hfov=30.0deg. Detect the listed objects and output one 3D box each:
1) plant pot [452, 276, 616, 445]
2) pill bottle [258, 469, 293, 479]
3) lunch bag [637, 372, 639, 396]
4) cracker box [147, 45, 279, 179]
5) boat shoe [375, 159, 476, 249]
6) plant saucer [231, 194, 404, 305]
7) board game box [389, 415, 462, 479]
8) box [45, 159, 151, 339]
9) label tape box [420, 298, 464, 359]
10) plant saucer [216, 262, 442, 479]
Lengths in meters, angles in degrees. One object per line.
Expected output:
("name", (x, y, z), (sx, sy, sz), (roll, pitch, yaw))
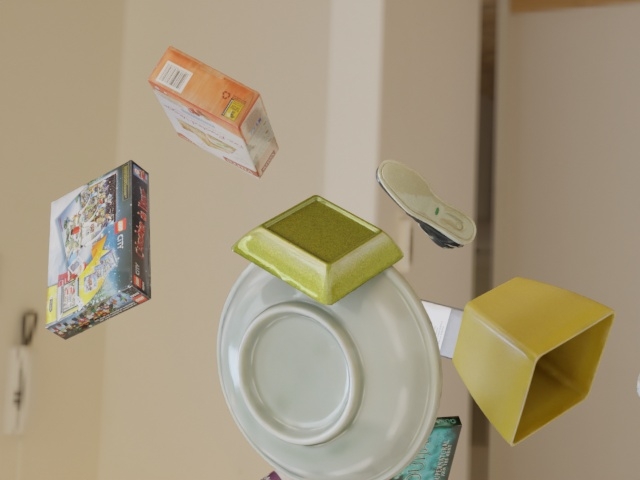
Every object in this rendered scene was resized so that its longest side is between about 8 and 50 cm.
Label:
("plant pot", (0.351, 0.187, 2.069), (0.212, 0.212, 0.187), (-24, -134, -34))
("pill bottle", (-0.089, 0.542, 2.305), (0.301, 0.169, 0.169), (-32, -178, -13))
("lunch bag", (0.549, 0.222, 1.907), (0.071, 0.053, 0.083), (-16, -160, 38))
("cracker box", (-0.155, -0.186, 1.786), (0.156, 0.067, 0.232), (29, 170, 12))
("boat shoe", (0.190, -0.064, 2.302), (0.233, 0.084, 0.079), (39, 153, -14))
("plant saucer", (0.000, 0.000, 1.746), (0.188, 0.045, 0.188), (30, -140, 28))
("board game box", (0.176, 0.390, 2.143), (0.126, 0.186, 0.026), (-3, -141, -12))
("box", (-0.322, 0.012, 1.737), (0.159, 0.233, 0.044), (-25, 140, 22))
("label tape box", (0.245, 0.182, 2.429), (0.334, 0.106, 0.241), (13, 176, 38))
("plant saucer", (-0.015, 0.195, 1.807), (0.400, 0.400, 0.100), (-1, -174, 33))
